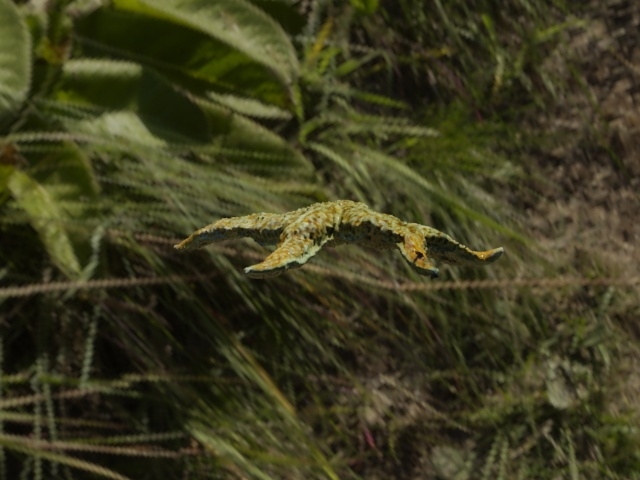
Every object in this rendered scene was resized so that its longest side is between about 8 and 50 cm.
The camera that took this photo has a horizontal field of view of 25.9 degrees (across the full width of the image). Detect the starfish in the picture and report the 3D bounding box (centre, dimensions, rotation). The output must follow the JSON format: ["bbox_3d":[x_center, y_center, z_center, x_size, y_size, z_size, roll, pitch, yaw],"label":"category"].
[{"bbox_3d":[-0.002,-0.003,1.467,0.358,0.347,0.078,4,98,16],"label":"starfish"}]
